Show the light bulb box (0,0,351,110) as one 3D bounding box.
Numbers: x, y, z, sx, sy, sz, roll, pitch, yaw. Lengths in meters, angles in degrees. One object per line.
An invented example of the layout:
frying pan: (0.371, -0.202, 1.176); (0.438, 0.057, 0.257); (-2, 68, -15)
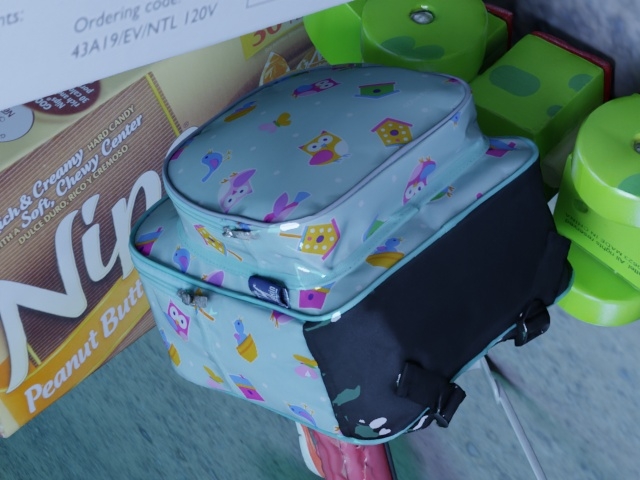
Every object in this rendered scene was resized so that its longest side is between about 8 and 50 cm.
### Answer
light bulb box: (-0.067, -0.260, 0.501); (0.225, 0.358, 0.361); (37, 134, 33)

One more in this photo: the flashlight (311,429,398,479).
flashlight: (0.028, 0.196, 1.292); (0.103, 0.103, 0.304); (10, 119, 55)

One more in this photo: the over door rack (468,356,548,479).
over door rack: (0.187, 0.239, 1.153); (0.324, 0.108, 0.239); (52, 161, 43)

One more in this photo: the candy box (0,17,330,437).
candy box: (-0.106, -0.050, 1.008); (0.087, 0.316, 0.183); (35, 150, 35)

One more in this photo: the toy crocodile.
toy crocodile: (0.117, -0.056, 0.877); (0.340, 0.105, 0.115); (36, 151, 25)

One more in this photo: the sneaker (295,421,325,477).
sneaker: (0.006, 0.124, 1.391); (0.065, 0.061, 0.158); (-4, 125, 31)

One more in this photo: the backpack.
backpack: (0.000, 0.000, 0.823); (0.188, 0.166, 0.144); (4, 127, 50)
